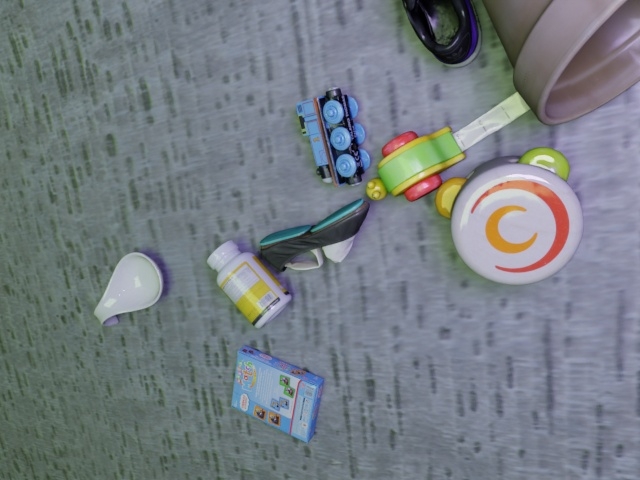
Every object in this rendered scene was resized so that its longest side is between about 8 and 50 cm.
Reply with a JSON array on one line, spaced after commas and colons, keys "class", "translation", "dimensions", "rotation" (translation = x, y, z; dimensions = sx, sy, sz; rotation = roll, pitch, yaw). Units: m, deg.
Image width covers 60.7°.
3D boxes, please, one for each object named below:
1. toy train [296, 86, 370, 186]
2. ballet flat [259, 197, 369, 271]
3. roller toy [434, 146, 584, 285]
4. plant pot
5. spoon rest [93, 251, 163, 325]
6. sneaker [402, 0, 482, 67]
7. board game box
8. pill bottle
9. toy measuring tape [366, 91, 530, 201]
[{"class": "toy train", "translation": [0.025, -0.188, 1.017], "dimensions": [0.105, 0.080, 0.184], "rotation": [-5, 105, 37]}, {"class": "ballet flat", "translation": [0.000, 0.000, 1.082], "dimensions": [0.280, 0.095, 0.096], "rotation": [-19, 106, 40]}, {"class": "roller toy", "translation": [0.305, -0.035, 0.876], "dimensions": [0.209, 0.146, 0.191], "rotation": [-22, 99, 20]}, {"class": "plant pot", "translation": [0.332, -0.359, 0.701], "dimensions": [0.323, 0.323, 0.280], "rotation": [-45, 67, 30]}, {"class": "spoon rest", "translation": [-0.486, 0.136, 1.366], "dimensions": [0.276, 0.084, 0.137], "rotation": [-41, 85, 31]}, {"class": "sneaker", "translation": [0.161, -0.410, 0.837], "dimensions": [0.102, 0.146, 0.294], "rotation": [-25, 93, 30]}, {"class": "board game box", "translation": [-0.104, 0.354, 1.263], "dimensions": [0.211, 0.039, 0.160], "rotation": [18, 112, 21]}, {"class": "pill bottle", "translation": [-0.156, 0.091, 1.173], "dimensions": [0.184, 0.103, 0.103], "rotation": [47, 120, 7]}, {"class": "toy measuring tape", "translation": [0.203, -0.155, 0.910], "dimensions": [0.330, 0.121, 0.121], "rotation": [-31, 90, 31]}]
